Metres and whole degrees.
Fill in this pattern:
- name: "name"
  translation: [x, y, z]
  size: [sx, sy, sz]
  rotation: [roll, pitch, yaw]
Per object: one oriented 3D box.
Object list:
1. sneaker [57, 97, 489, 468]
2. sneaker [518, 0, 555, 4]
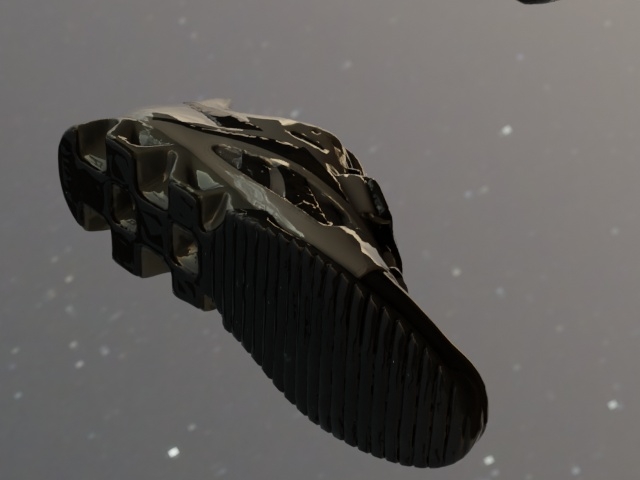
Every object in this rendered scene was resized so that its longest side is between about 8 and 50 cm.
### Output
- name: "sneaker"
  translation: [0.000, 0.000, 1.067]
  size: [0.146, 0.122, 0.330]
  rotation: [-26, -130, -35]
- name: "sneaker"
  translation: [0.153, -0.208, 1.177]
  size: [0.229, 0.132, 0.086]
  rotation: [31, -140, -59]
